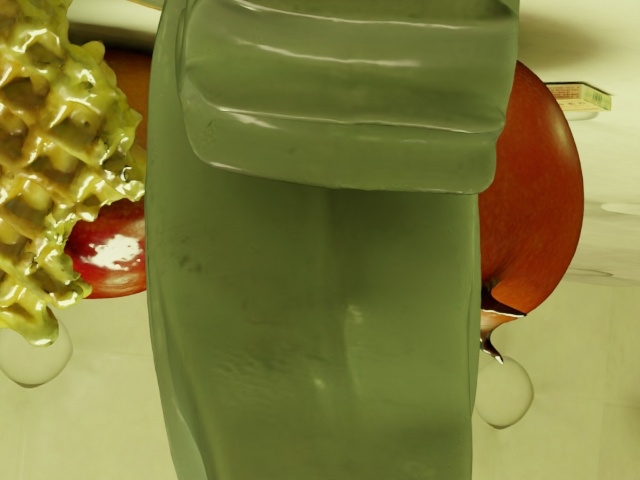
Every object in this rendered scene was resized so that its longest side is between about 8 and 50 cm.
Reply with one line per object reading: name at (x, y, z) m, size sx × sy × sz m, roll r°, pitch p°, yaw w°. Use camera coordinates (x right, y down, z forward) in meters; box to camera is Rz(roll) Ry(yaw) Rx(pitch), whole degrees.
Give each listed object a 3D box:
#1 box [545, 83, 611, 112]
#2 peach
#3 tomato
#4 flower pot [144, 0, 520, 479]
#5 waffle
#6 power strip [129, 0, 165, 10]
box at (0.182, -0.115, 1.299) m, size 0.093 × 0.015 × 0.058 m, roll 2°, pitch 176°, yaw 33°
peach at (-0.183, -0.048, 1.287) m, size 0.243 × 0.200 × 0.243 m, roll 0°, pitch -152°, yaw 0°
tomato at (0.061, -0.034, 1.151) m, size 0.255 × 0.225 × 0.256 m, roll 6°, pitch 171°, yaw 1°
flower pot at (0.000, 0.000, 0.753) m, size 0.164 × 0.368 × 0.254 m, roll 3°, pitch 177°, yaw -8°
waffle at (-0.247, -0.064, 1.136) m, size 0.281 × 0.301 × 0.058 m, roll 18°, pitch -141°, yaw 10°
power strip at (-0.132, -0.168, 0.948) m, size 0.049 × 0.028 × 0.178 m, roll 2°, pitch 174°, yaw 42°
